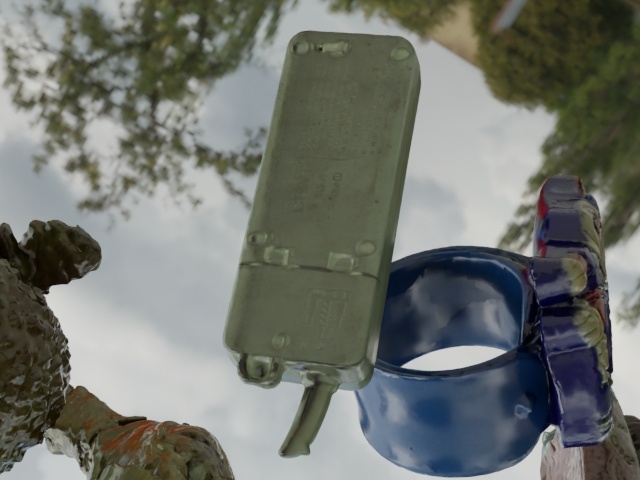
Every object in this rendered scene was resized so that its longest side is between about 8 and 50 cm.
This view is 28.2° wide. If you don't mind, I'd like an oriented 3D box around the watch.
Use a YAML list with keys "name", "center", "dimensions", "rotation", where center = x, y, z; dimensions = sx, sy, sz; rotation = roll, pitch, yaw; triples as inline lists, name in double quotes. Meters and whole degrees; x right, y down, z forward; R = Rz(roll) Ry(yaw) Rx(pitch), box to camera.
- name: "watch"
  center: [0.117, 0.072, 0.948]
  dimensions: [0.200, 0.171, 0.196]
  rotation: [-7, -158, 13]

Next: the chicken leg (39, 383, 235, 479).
- name: "chicken leg"
  center: [-0.241, 0.269, 1.536]
  dimensions: [0.201, 0.153, 0.429]
  rotation: [-26, -152, -30]

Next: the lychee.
- name: "lychee"
  center: [-0.373, 0.118, 1.268]
  dimensions: [0.270, 0.320, 0.270]
  rotation: [6, 162, 2]

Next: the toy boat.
- name: "toy boat"
  center: [0.256, 0.239, 1.147]
  dimensions: [0.085, 0.155, 0.227]
  rotation: [7, -133, -4]

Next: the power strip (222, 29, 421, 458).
- name: "power strip"
  center: [0.000, 0.000, 0.816]
  dimensions: [0.093, 0.288, 0.053]
  rotation: [7, 159, 12]

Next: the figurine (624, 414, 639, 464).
- name: "figurine"
  center: [0.266, 0.330, 1.259]
  dimensions: [0.168, 0.315, 0.187]
  rotation: [41, 164, 25]
